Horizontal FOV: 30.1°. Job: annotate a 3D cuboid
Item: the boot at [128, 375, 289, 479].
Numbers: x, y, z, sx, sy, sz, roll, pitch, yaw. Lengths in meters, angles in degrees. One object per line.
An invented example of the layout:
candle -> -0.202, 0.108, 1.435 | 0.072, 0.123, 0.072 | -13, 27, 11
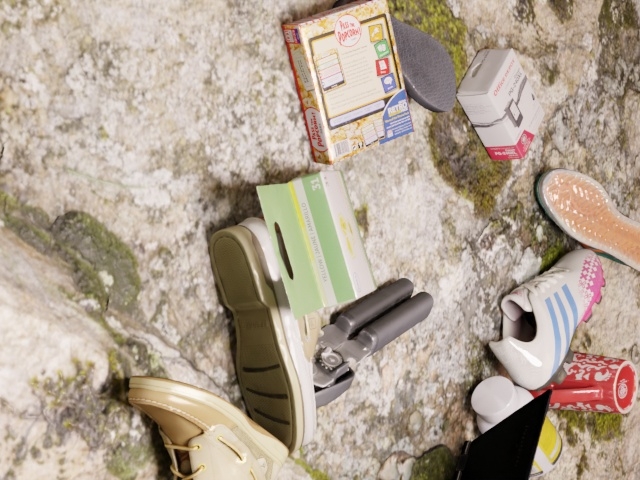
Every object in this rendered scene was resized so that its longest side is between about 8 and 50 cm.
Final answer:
boot -> -0.157, 0.287, 1.389 | 0.262, 0.095, 0.203 | 44, 61, -45

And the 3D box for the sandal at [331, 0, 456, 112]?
sandal -> 0.106, -0.270, 1.711 | 0.254, 0.054, 0.097 | 33, 66, -34

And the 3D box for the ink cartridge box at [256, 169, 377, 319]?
ink cartridge box -> 0.000, 0.000, 1.492 | 0.235, 0.056, 0.171 | -15, 88, -76

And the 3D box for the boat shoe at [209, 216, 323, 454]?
boat shoe -> -0.047, 0.116, 1.494 | 0.103, 0.113, 0.302 | -23, 108, -41

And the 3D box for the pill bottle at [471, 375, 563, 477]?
pill bottle -> 0.318, 0.302, 1.941 | 0.184, 0.103, 0.103 | 52, 54, -38

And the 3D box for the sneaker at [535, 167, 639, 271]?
sneaker -> 0.481, -0.035, 2.136 | 0.302, 0.121, 0.108 | 33, 84, -25

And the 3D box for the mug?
mug -> 0.439, 0.255, 2.032 | 0.150, 0.169, 0.113 | -50, 128, -36

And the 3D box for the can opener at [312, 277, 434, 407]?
can opener -> 0.050, 0.145, 1.661 | 0.283, 0.076, 0.095 | -27, 144, -46

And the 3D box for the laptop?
laptop -> 0.290, 0.493, 1.780 | 0.408, 0.236, 0.382 | 48, 50, -35

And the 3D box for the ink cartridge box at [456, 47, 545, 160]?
ink cartridge box -> 0.293, -0.220, 1.920 | 0.150, 0.063, 0.109 | 54, 53, -36

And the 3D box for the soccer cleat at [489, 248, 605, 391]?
soccer cleat -> 0.383, 0.103, 2.007 | 0.143, 0.116, 0.331 | 43, 47, -14

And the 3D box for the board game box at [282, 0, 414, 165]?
board game box -> 0.041, -0.217, 1.603 | 0.146, 0.045, 0.193 | -23, 110, -28
